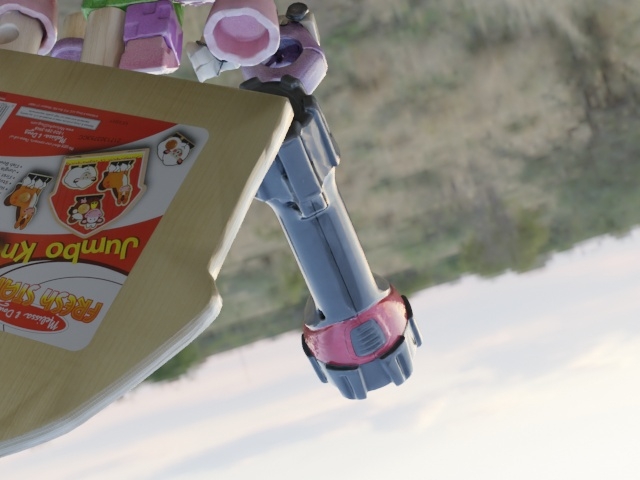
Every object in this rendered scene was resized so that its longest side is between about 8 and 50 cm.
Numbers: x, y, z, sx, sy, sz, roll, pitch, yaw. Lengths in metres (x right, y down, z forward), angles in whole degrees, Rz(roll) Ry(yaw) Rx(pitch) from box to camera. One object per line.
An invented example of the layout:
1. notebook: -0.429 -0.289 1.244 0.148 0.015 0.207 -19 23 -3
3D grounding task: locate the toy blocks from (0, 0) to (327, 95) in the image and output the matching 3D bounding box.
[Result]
1. toy blocks: -0.163 -0.177 1.277 0.288 0.260 0.309 -5 142 11

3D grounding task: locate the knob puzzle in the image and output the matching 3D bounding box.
1. knob puzzle: -0.120 0.013 0.557 0.213 0.213 0.030 -17 140 6

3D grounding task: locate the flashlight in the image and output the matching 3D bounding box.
1. flashlight: 0.000 0.000 1.176 0.103 0.304 0.103 2 -133 27
